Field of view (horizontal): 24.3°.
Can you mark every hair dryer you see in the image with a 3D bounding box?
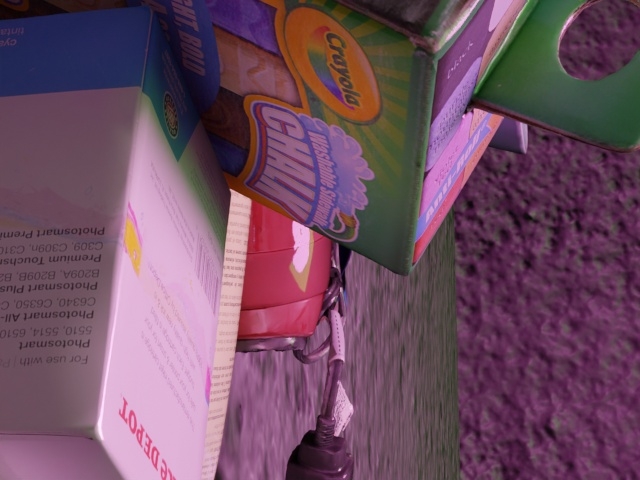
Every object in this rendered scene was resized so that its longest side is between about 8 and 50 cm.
[{"bbox_3d":[-0.031,-0.006,0.800,0.223,0.080,0.293,-92,177,-56],"label":"hair dryer"}]

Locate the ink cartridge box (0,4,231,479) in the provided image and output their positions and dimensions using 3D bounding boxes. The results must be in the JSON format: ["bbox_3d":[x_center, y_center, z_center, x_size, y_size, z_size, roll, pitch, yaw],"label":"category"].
[{"bbox_3d":[-0.082,0.024,0.396,0.092,0.090,0.143,72,18,-56],"label":"ink cartridge box"}]

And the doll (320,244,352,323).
[{"bbox_3d":[0.000,0.000,1.040,0.189,0.046,0.129,-50,137,-76],"label":"doll"}]

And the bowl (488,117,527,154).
[{"bbox_3d":[0.111,-0.233,1.443,0.311,0.163,0.311,-3,90,-81],"label":"bowl"}]

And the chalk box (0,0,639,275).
[{"bbox_3d":[0.008,-0.090,0.437,0.132,0.213,0.132,-57,167,-23],"label":"chalk box"}]

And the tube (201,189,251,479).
[{"bbox_3d":[-0.061,0.015,0.654,0.070,0.062,0.240,3,88,-37],"label":"tube"}]
